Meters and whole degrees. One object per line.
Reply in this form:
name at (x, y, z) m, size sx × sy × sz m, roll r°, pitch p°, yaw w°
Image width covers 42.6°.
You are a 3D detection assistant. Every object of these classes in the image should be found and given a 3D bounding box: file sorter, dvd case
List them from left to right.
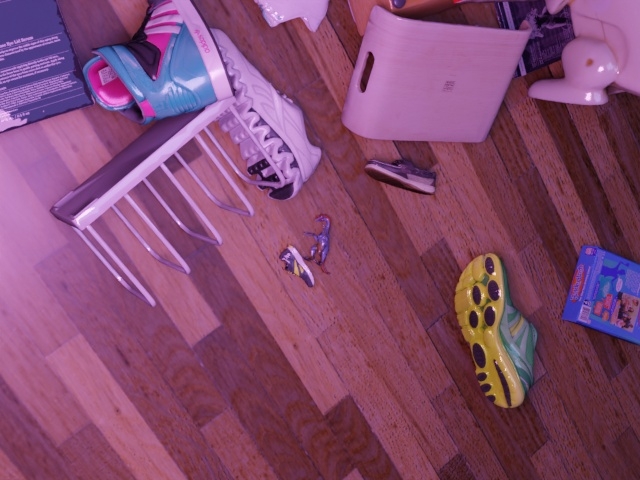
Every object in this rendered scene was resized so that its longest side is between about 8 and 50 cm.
file sorter at (-0.217, -0.065, 1.202) m, size 0.278 × 0.193 × 0.173 m, roll -44°, pitch 113°, yaw -16°
dvd case at (0.437, -0.425, 1.580) m, size 0.221 × 0.018 × 0.164 m, roll -25°, pitch 106°, yaw -22°

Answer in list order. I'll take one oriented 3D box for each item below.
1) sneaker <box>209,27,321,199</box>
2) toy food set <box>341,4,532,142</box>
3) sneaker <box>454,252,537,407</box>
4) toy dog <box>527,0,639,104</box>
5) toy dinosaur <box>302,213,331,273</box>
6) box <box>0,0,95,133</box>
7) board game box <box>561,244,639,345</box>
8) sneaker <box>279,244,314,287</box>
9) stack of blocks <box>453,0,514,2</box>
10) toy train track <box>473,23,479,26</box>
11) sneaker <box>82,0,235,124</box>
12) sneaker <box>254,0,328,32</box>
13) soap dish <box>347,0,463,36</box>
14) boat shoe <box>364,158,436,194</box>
sneaker at (-0.102, -0.209, 1.303) m, size 0.118 × 0.110 × 0.292 m, roll -44°, pitch 111°, yaw -35°
toy food set at (0.200, -0.286, 1.410) m, size 0.306 × 0.092 × 0.219 m, roll -2°, pitch 130°, yaw -24°
sneaker at (0.336, 0.164, 1.551) m, size 0.123 × 0.109 × 0.295 m, roll -22°, pitch 103°, yaw -46°
toy dog at (0.543, -0.447, 1.413) m, size 0.284 × 0.395 × 0.408 m, roll -10°, pitch 108°, yaw -17°
toy dinosaur at (0.000, 0.000, 1.407) m, size 0.082 × 0.047 × 0.090 m, roll -63°, pitch 149°, yaw -17°
box at (-0.469, -0.232, 1.113) m, size 0.261 × 0.103 × 0.184 m, roll -23°, pitch 108°, yaw -22°
board game box at (0.608, 0.116, 1.693) m, size 0.210 × 0.047 × 0.160 m, roll 20°, pitch 85°, yaw -25°
sneaker at (-0.041, 0.048, 1.388) m, size 0.035 × 0.031 × 0.083 m, roll -33°, pitch 104°, yaw -5°
stack of blocks at (0.249, -0.474, 1.314) m, size 0.297 × 0.087 × 0.171 m, roll -8°, pitch 98°, yaw -24°
toy train track at (0.321, -0.383, 1.522) m, size 0.083 × 0.048 × 0.014 m, roll 22°, pitch 52°, yaw -11°
sneaker at (-0.246, -0.262, 1.150) m, size 0.178 × 0.295 × 0.124 m, roll -24°, pitch 136°, yaw -8°
sneaker at (-0.082, -0.391, 1.306) m, size 0.212 × 0.080 × 0.094 m, roll 11°, pitch 101°, yaw -27°
soap dish at (0.168, -0.498, 1.388) m, size 0.291 × 0.118 × 0.229 m, roll -23°, pitch 104°, yaw -21°
boat shoe at (0.142, -0.121, 1.448) m, size 0.152 × 0.056 × 0.049 m, roll 18°, pitch 82°, yaw -35°
